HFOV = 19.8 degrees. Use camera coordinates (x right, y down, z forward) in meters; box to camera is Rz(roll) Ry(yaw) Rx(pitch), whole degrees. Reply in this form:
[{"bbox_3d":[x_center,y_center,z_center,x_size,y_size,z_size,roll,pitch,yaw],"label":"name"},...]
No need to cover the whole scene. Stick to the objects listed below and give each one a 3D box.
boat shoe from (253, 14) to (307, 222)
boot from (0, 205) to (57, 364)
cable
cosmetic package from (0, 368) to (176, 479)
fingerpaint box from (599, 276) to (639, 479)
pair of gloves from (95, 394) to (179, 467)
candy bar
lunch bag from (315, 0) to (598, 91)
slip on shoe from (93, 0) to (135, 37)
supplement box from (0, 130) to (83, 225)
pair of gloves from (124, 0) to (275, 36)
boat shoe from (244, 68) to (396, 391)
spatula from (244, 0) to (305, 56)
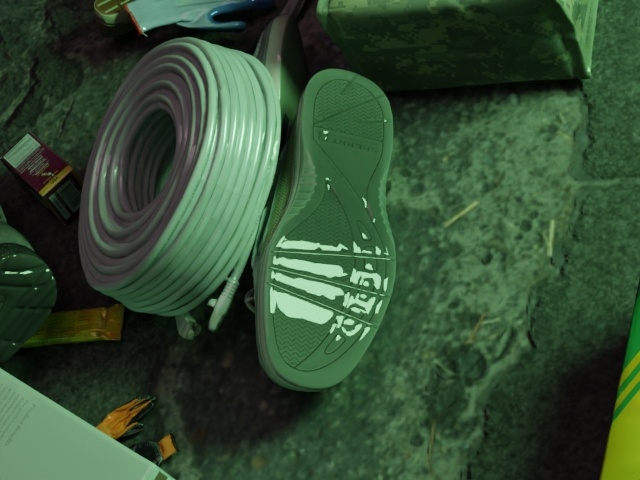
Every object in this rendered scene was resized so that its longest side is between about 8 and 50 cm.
[{"bbox_3d":[-0.067,-0.119,1.753,0.081,0.079,0.227,-2,60,18],"label":"boat shoe"},{"bbox_3d":[-0.403,0.094,1.747,0.338,0.118,0.223,-42,38,-3],"label":"boot"},{"bbox_3d":[-0.135,-0.059,1.671,0.257,0.089,0.257,29,98,58],"label":"cable"},{"bbox_3d":[-0.233,0.207,1.588,0.231,0.085,0.117,28,78,34],"label":"cosmetic package"},{"bbox_3d":[0.434,0.155,1.282,0.444,0.163,0.371,2,58,25],"label":"fingerpaint box"},{"bbox_3d":[-0.167,0.179,1.630,0.074,0.010,0.083,-35,51,5],"label":"pair of gloves"},{"bbox_3d":[-0.260,0.085,1.733,0.161,0.018,0.040,-8,55,20],"label":"candy bar"},{"bbox_3d":[0.141,-0.296,1.731,0.235,0.169,0.287,-3,60,22],"label":"lunch bag"},{"bbox_3d":[-0.177,-0.254,1.925,0.135,0.041,0.051,-33,56,-25],"label":"slip on shoe"},{"bbox_3d":[-0.271,-0.062,1.820,0.043,0.055,0.083,-44,50,-10],"label":"supplement box"},{"bbox_3d":[-0.137,-0.278,1.902,0.159,0.023,0.198,-15,50,-11],"label":"pair of gloves"},{"bbox_3d":[-0.002,-0.002,1.636,0.118,0.103,0.320,14,58,-15],"label":"boat shoe"},{"bbox_3d":[-0.031,-0.234,1.850,0.084,0.030,0.296,26,71,20],"label":"spatula"}]
